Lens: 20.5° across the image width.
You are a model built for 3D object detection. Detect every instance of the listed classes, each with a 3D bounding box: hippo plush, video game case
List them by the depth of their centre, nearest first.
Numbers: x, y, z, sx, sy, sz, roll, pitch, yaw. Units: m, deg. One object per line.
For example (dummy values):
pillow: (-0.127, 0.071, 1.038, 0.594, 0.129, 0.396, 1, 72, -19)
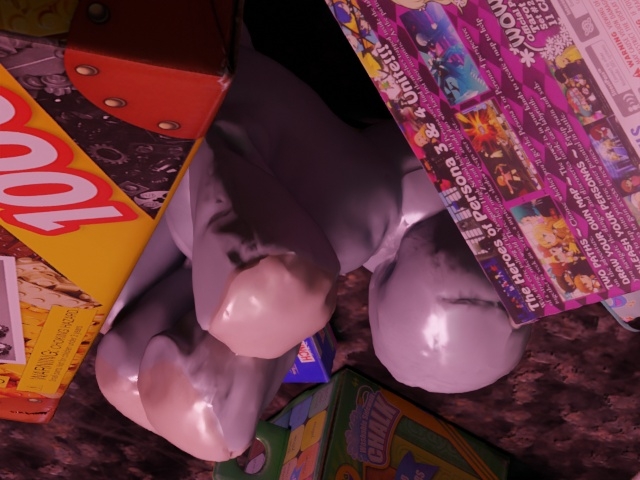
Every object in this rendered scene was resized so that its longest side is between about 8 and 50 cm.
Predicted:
video game case: (0.107, -0.086, 0.774, 0.210, 0.042, 0.232, -23, 101, 52)
hippo plush: (0.000, 0.000, 1.071, 0.237, 0.294, 0.234, 8, 146, -28)

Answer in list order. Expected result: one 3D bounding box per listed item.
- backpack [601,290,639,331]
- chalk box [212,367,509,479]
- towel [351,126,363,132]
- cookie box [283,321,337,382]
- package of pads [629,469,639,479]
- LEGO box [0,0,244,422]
backpack: (0.168, -0.063, 0.971, 0.188, 0.166, 0.144, 34, 135, -29)
chalk box: (0.019, 0.196, 1.359, 0.213, 0.132, 0.132, 29, 139, -21)
towel: (-0.010, -0.043, 1.165, 0.237, 0.021, 0.102, 13, 142, 0)
cookie box: (-0.051, 0.063, 1.290, 0.107, 0.040, 0.092, -1, 139, 18)
package of pads: (0.349, 0.153, 1.140, 0.229, 0.101, 0.296, 28, 118, -18)
LEGO box: (-0.263, -0.088, 0.825, 0.372, 0.193, 0.500, 9, 158, -13)
